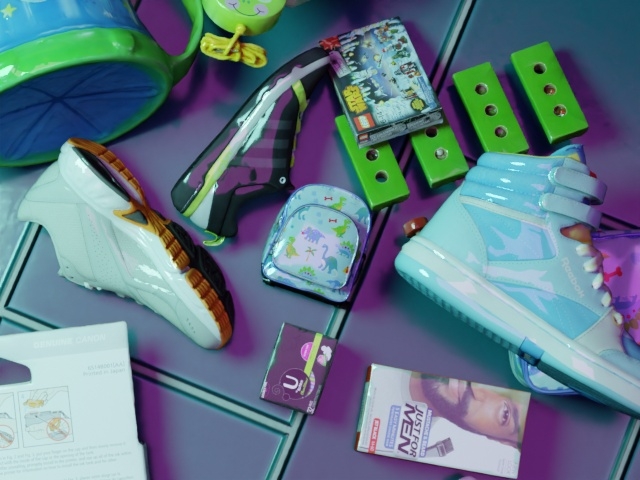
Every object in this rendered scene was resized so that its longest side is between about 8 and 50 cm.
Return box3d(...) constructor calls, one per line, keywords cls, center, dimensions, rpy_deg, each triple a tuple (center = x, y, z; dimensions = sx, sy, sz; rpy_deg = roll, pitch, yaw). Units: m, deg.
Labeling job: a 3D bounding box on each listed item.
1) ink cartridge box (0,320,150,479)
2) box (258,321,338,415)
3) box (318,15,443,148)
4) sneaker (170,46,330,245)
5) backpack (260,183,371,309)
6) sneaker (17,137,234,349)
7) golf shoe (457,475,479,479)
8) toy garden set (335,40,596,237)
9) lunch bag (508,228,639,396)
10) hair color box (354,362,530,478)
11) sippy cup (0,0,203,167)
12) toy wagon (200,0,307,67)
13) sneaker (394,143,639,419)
box3d(cls="ink cartridge box", center=(-0.324, 0.228, 1.618), dimensions=(0.296, 0.066, 0.261), rpy_deg=(-6, 84, -3))
box3d(cls="box", center=(-0.023, 0.133, 1.648), dimensions=(0.062, 0.052, 0.083), rpy_deg=(18, 84, -1))
box3d(cls="box", center=(0.062, -0.167, 1.667), dimensions=(0.094, 0.027, 0.137), rpy_deg=(-19, 56, -4))
box3d(cls="sneaker", center=(-0.056, -0.095, 1.667), dimensions=(0.097, 0.084, 0.235), rpy_deg=(41, 90, -8))
box3d(cls="backpack", center=(0.000, 0.000, 1.648), dimensions=(0.105, 0.084, 0.114), rpy_deg=(19, 80, -3))
box3d(cls="sneaker", center=(-0.201, 0.023, 1.645), dimensions=(0.121, 0.099, 0.262), rpy_deg=(-41, 90, 17))
box3d(cls="golf shoe", center=(0.161, 0.394, 1.598), dimensions=(0.140, 0.115, 0.306), rpy_deg=(-16, 83, -1))
box3d(cls="toy garden set", center=(0.164, -0.074, 1.670), dimensions=(0.244, 0.049, 0.204), rpy_deg=(-20, 71, -6))
box3d(cls="lunch bag", center=(0.304, 0.077, 1.650), dimensions=(0.219, 0.090, 0.176), rpy_deg=(-1, 86, -1))
box3d(cls="hair color box", center=(0.125, 0.187, 1.647), dimensions=(0.167, 0.053, 0.093), rpy_deg=(10, 82, -2))
box3d(cls="sippy cup", center=(-0.291, -0.223, 1.604), dimensions=(0.240, 0.305, 0.224), rpy_deg=(-31, 71, 35))
box3d(cls="toy wagon", center=(-0.062, -0.329, 1.623), dimensions=(0.267, 0.068, 0.344), rpy_deg=(13, 55, -11))
box3d(cls="sneaker", center=(0.255, 0.028, 1.548), dimensions=(0.319, 0.127, 0.208), rpy_deg=(33, 84, 1))
